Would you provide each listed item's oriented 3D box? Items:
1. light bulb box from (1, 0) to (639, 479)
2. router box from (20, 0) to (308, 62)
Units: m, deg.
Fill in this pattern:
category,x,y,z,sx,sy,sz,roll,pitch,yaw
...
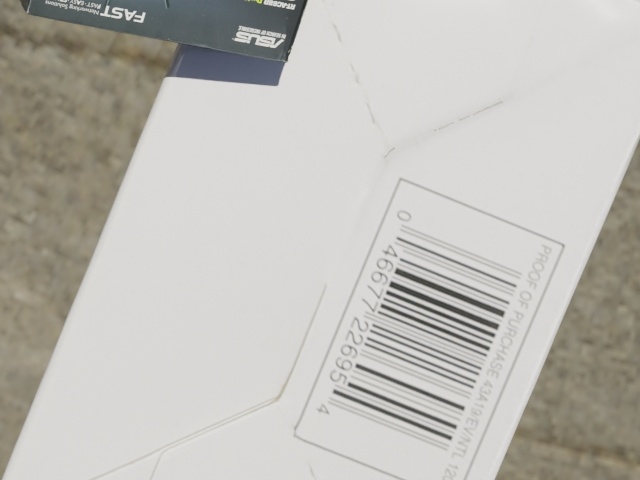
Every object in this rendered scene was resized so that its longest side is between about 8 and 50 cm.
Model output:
category,x,y,z,sx,sy,sz,roll,pitch,yaw
light bulb box,0.000,0.000,1.019,0.225,0.361,0.358,23,95,-3
router box,-0.059,-0.132,0.764,0.122,0.038,0.092,8,118,-22
